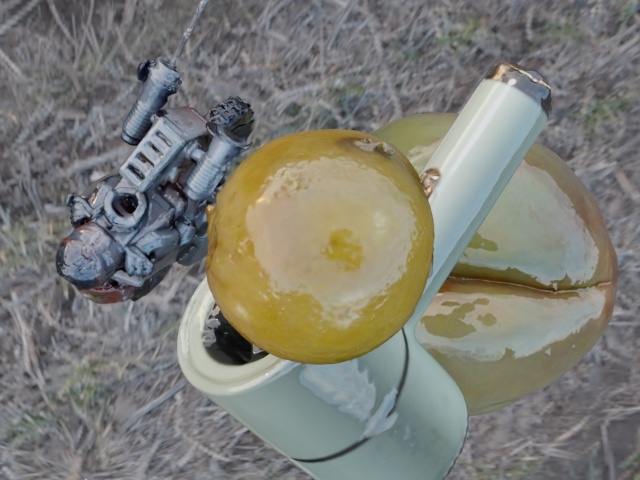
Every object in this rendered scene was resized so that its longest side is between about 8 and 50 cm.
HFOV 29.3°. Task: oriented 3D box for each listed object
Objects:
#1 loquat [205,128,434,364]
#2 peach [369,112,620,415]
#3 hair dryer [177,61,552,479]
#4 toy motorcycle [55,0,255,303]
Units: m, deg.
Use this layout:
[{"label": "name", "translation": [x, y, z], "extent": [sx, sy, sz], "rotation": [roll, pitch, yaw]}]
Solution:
[{"label": "loquat", "translation": [0.000, 0.000, 0.713], "extent": [0.141, 0.141, 0.141], "rotation": [2, 79, -10]}, {"label": "peach", "translation": [0.134, 0.025, 1.166], "extent": [0.292, 0.247, 0.292], "rotation": [0, 86, 0]}, {"label": "hair dryer", "translation": [0.070, 0.002, 0.892], "extent": [0.203, 0.128, 0.362], "rotation": [45, 73, -39]}, {"label": "toy motorcycle", "translation": [-0.154, -0.067, 1.217], "extent": [0.134, 0.401, 0.207], "rotation": [44, 31, 13]}]
